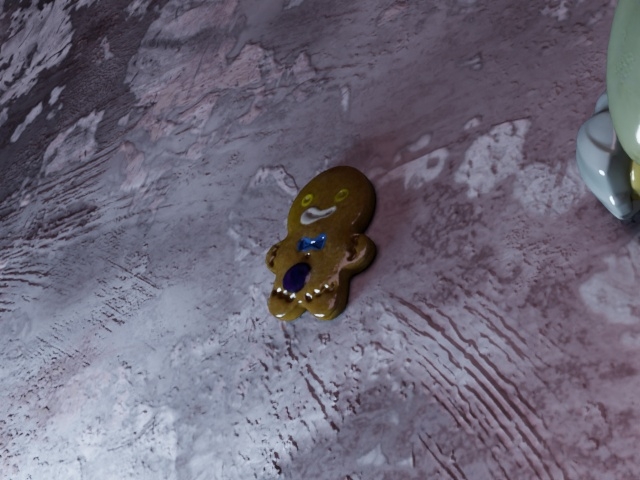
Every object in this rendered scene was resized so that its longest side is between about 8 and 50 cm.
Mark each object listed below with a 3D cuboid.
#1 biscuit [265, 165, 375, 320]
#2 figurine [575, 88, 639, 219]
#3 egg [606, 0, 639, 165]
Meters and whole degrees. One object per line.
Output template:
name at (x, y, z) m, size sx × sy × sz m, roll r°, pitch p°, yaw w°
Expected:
biscuit at (0.000, 0.000, 1.186) m, size 0.180 × 0.039 × 0.236 m, roll -9°, pitch 55°, yaw 38°
figurine at (0.374, -0.093, 0.862) m, size 0.236 × 0.133 × 0.176 m, roll 18°, pitch 65°, yaw 43°
egg at (0.350, -0.181, 0.706) m, size 0.295 × 0.218 × 0.218 m, roll -52°, pitch 42°, yaw 1°
